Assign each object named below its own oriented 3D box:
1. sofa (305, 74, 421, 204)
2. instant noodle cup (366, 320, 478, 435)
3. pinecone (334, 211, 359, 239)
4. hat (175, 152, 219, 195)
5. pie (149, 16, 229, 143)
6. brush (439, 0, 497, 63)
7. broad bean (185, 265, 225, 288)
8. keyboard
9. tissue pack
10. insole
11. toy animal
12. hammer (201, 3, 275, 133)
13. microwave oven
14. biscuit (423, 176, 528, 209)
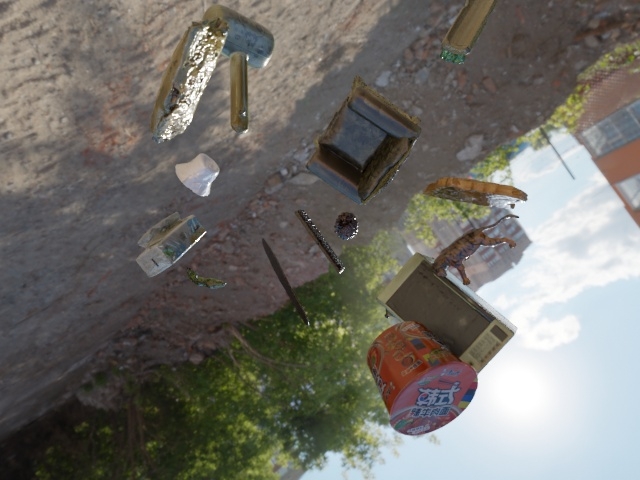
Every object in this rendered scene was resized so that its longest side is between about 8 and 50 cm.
[{"bbox_3d":[0.094,-0.230,1.119,0.258,0.200,0.182,-50,-170,41],"label":"sofa"},{"bbox_3d":[0.248,0.346,1.199,0.250,0.250,0.192,-35,-144,0],"label":"instant noodle cup"},{"bbox_3d":[0.076,-0.044,1.375,0.077,0.077,0.083,-36,-139,22],"label":"pinecone"},{"bbox_3d":[-0.532,-0.308,2.060,0.126,0.203,0.203,-41,176,17],"label":"hat"},{"bbox_3d":[-0.261,-0.313,0.895,0.282,0.068,0.129,-46,-177,38],"label":"pie"},{"bbox_3d":[0.288,-0.418,0.876,0.282,0.054,0.048,-59,171,-33],"label":"brush"},{"bbox_3d":[-0.469,0.162,1.862,0.046,0.195,0.061,-44,148,-50],"label":"broad bean"},{"bbox_3d":[0.000,0.000,1.939,0.027,0.317,0.106,-36,177,12],"label":"keyboard"},{"bbox_3d":[-0.572,0.000,1.727,0.159,0.145,0.229,-26,-162,36],"label":"tissue pack"},{"bbox_3d":[-0.117,0.133,1.504,0.007,0.328,0.111,-25,161,-17],"label":"insole"},{"bbox_3d":[0.420,0.003,1.256,0.255,0.116,0.114,-46,-154,23],"label":"toy animal"},{"bbox_3d":[-0.209,-0.421,1.172,0.201,0.306,0.113,6,170,-43],"label":"hammer"},{"bbox_3d":[0.426,0.263,1.576,0.247,0.394,0.333,-52,156,10],"label":"microwave oven"},{"bbox_3d":[0.294,-0.096,0.913,0.250,0.162,0.035,11,-98,58],"label":"biscuit"}]
